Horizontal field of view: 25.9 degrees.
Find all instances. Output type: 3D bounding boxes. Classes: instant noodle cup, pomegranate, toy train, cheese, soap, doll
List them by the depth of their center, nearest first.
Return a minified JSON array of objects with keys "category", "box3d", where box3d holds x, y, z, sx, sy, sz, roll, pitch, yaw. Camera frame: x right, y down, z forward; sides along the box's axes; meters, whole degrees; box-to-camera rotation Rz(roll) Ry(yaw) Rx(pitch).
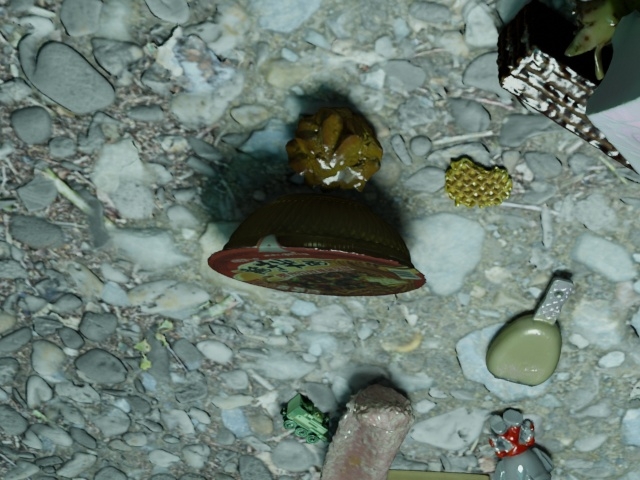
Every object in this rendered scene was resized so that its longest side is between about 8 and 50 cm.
[{"category":"soap","box3d":[0.402,-0.104,1.374,0.208,0.115,0.347,18,167,45]},{"category":"pomegranate","box3d":[0.347,-0.250,1.451,0.169,0.148,0.148,-23,126,40]},{"category":"instant noodle cup","box3d":[0.000,0.000,1.716,0.274,0.091,0.274,6,167,1]},{"category":"cheese","box3d":[0.290,0.118,1.854,0.097,0.037,0.192,15,132,-7]},{"category":"doll","box3d":[0.289,0.322,2.017,0.094,0.079,0.180,-22,115,-5]},{"category":"toy train","box3d":[-0.018,0.262,2.026,0.083,0.033,0.053,35,123,-22]}]

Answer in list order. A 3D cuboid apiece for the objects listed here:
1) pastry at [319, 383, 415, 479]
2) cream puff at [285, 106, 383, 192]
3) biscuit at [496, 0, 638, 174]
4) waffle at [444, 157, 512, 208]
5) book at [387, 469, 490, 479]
[{"category":"pastry","box3d":[0.066,0.286,1.992,0.103,0.112,0.265,20,139,-2]},{"category":"cream puff","box3d":[0.016,-0.104,1.656,0.116,0.094,0.122,10,128,-4]},{"category":"biscuit","box3d":[0.311,-0.164,1.555,0.252,0.106,0.070,29,128,-19]},{"category":"waffle","box3d":[0.194,-0.068,1.716,0.085,0.016,0.078,7,136,2]},{"category":"book","box3d":[0.180,0.441,2.165,0.161,0.026,0.231,1,132,6]}]
